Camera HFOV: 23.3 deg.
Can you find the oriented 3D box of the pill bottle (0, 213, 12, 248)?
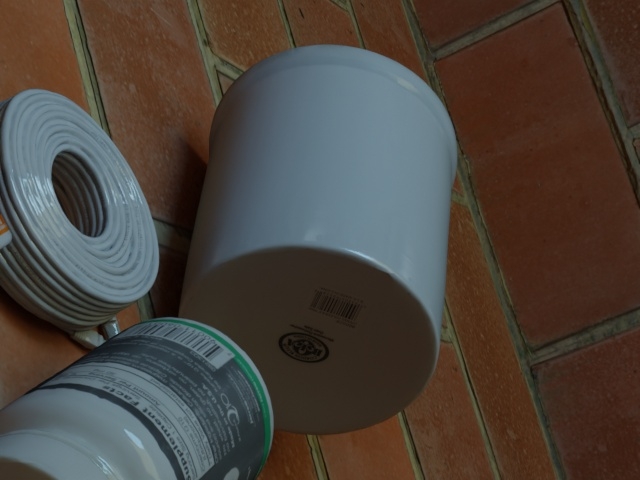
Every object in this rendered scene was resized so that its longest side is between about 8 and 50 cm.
[{"bbox_3d":[-0.356,-0.046,1.431,0.152,0.086,0.086,62,22,-9],"label":"pill bottle"}]

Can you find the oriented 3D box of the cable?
[{"bbox_3d":[-0.272,-0.033,1.606,0.257,0.089,0.257,32,40,-55],"label":"cable"}]

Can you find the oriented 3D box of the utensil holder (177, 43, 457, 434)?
[{"bbox_3d":[0.000,0.000,1.902,0.327,0.328,0.385,52,28,-31],"label":"utensil holder"}]

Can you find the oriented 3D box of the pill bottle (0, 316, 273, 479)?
[{"bbox_3d":[-0.191,0.210,1.388,0.204,0.204,0.361,64,22,-4],"label":"pill bottle"}]
